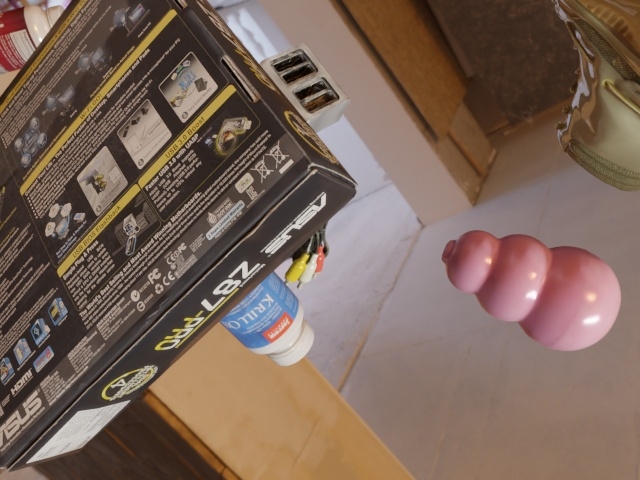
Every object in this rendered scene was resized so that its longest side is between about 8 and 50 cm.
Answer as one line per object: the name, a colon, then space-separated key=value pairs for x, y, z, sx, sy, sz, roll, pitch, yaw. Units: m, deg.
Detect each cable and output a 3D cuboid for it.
cable: x=0.000 y=0.000 z=1.265 sx=0.139 sy=0.072 sz=0.287 roll=-18 pitch=148 yaw=-40

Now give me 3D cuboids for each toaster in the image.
toaster: x=-0.054 y=-0.311 z=1.168 sx=0.186 sy=0.168 sz=0.110 roll=-34 pitch=173 yaw=-30

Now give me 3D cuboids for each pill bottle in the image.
pill bottle: x=-0.471 y=-0.319 z=0.858 sx=0.152 sy=0.086 sz=0.086 roll=-17 pitch=-165 yaw=-4
pill bottle: x=-0.105 y=0.112 z=0.914 sx=0.124 sy=0.221 sz=0.124 roll=-26 pitch=-146 yaw=20

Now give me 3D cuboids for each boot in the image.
boot: x=0.279 y=-0.186 z=0.550 sx=0.095 sy=0.262 sz=0.203 roll=-31 pitch=161 yaw=-2

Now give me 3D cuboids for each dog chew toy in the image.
dog chew toy: x=0.403 y=0.082 z=1.082 sx=0.206 sy=0.332 sz=0.206 roll=22 pitch=90 yaw=-82

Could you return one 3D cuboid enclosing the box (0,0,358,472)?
box: x=-0.208 y=-0.034 z=0.515 sx=0.395 sy=0.318 sz=0.097 roll=-44 pitch=158 yaw=15
